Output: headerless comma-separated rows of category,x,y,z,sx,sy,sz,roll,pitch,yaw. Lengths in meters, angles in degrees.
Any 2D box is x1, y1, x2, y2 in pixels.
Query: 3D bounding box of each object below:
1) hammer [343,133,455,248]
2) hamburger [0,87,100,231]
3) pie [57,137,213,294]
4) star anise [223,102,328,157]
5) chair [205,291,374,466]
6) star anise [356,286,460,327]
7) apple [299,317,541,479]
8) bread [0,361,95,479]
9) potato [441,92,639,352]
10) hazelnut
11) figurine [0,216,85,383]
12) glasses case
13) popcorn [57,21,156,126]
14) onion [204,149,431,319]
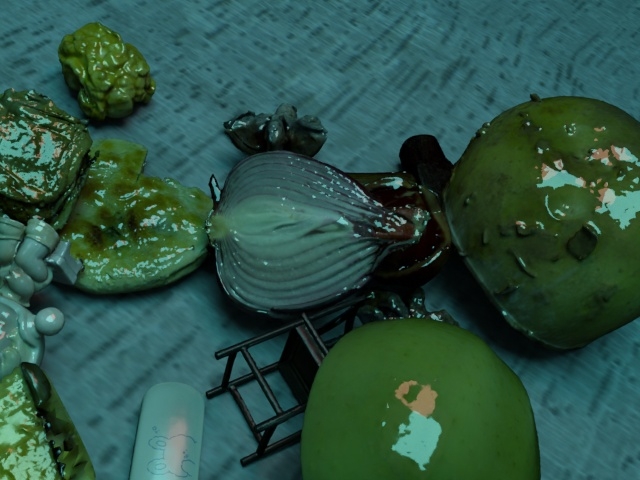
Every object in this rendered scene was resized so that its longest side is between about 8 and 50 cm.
hammer,0.075,-0.104,1.331,0.409,0.095,0.242,2,52,-15
hamburger,-0.448,-0.114,1.062,0.183,0.130,0.206,28,64,-18
pie,-0.330,-0.039,1.146,0.337,0.075,0.337,8,49,-9
star anise,-0.084,-0.211,1.334,0.229,0.093,0.236,7,24,14
chair,-0.019,0.194,1.017,0.260,0.154,0.141,-19,62,-27
star anise,0.157,0.152,1.155,0.197,0.073,0.212,-3,49,-30
apple,0.144,0.274,0.934,0.311,0.320,0.360,15,45,13
bread,-0.338,0.297,0.798,0.162,0.204,0.262,-19,63,-17
potato,0.446,-0.069,1.214,0.385,0.319,0.442,0,55,-43
hazelnut,0.124,-0.011,1.190,0.201,0.160,0.170,40,63,9
figurine,-0.437,0.106,0.951,0.182,0.144,0.257,19,64,-7
glasses case,-0.205,0.298,0.925,0.092,0.059,0.233,9,49,-10
popcorn,-0.398,-0.320,1.314,0.163,0.140,0.194,-17,61,-23
onion,0.000,0.000,1.120,0.348,0.159,0.267,3,81,10
